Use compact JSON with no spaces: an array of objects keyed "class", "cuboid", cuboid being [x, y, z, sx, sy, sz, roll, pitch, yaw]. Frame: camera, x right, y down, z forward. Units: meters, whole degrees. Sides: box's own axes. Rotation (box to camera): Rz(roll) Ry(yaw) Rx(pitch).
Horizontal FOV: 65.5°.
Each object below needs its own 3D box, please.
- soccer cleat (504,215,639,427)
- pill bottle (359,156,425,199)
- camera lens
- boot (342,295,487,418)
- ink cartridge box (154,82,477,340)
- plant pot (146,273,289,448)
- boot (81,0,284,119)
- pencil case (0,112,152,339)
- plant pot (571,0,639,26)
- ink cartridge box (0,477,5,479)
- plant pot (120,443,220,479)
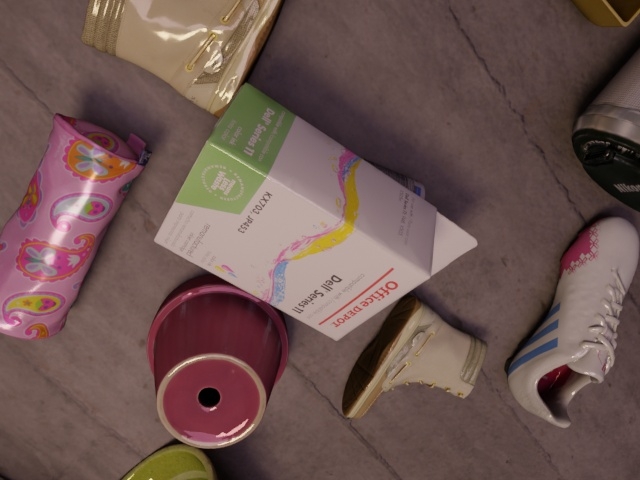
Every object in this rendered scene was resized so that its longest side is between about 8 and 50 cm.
[{"class":"soccer cleat","cuboid":[0.405,0.127,0.748,0.116,0.143,0.331,22,101,-13]},{"class":"pill bottle","cuboid":[0.066,-0.068,0.684,0.137,0.078,0.078,21,101,-12]},{"class":"camera lens","cuboid":[0.491,-0.173,0.638,0.219,0.219,0.274,37,97,-15]},{"class":"boot","cuboid":[0.146,0.211,0.772,0.165,0.077,0.213,31,96,-16]},{"class":"ink cartridge box","cuboid":[0.000,0.000,0.625,0.353,0.119,0.207,30,137,-14]},{"class":"plant pot","cuboid":[-0.138,0.167,0.667,0.201,0.180,0.201,-2,106,-7]},{"class":"boot","cuboid":[-0.146,-0.306,0.586,0.203,0.095,0.262,26,104,-12]},{"class":"pencil case","cuboid":[-0.325,-0.017,0.627,0.124,0.124,0.284,29,99,-14]},{"class":"plant pot","cuboid":[0.375,-0.332,0.651,0.081,0.083,0.081,39,96,-15]},{"class":"ink cartridge box","cuboid":[-0.545,0.426,0.630,0.384,0.279,0.160,41,96,-16]},{"class":"plant pot","cuboid":[-0.180,0.491,0.725,0.276,0.276,0.254,-38,117,3]}]
